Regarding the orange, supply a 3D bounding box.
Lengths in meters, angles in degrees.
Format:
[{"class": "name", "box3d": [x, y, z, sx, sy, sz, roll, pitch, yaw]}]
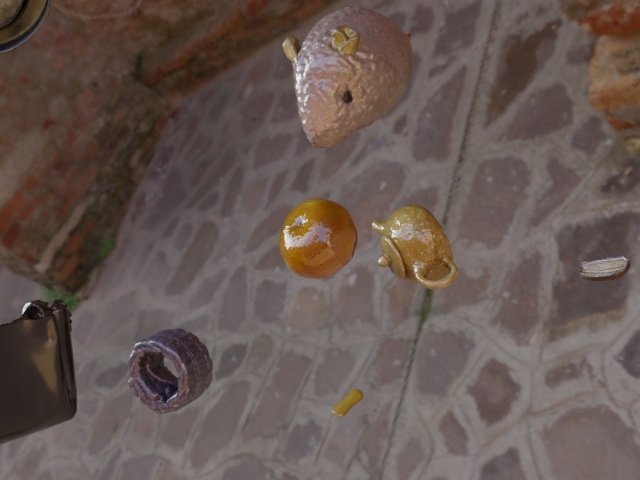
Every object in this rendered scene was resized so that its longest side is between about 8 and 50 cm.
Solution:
[{"class": "orange", "box3d": [0.000, 0.000, 1.643, 0.159, 0.136, 0.159, -22, 51, 29]}]

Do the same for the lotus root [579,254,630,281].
[{"class": "lotus root", "box3d": [0.474, 0.051, 1.429, 0.083, 0.030, 0.037, -12, 52, 38]}]

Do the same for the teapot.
[{"class": "teapot", "box3d": [0.223, 0.031, 2.140, 0.167, 0.203, 0.311, -26, 41, -11]}]

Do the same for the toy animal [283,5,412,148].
[{"class": "toy animal", "box3d": [0.072, -0.356, 1.747, 0.188, 0.226, 0.358, -4, 32, 44]}]

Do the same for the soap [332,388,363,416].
[{"class": "soap", "box3d": [0.065, 0.381, 2.018, 0.089, 0.012, 0.034, -37, 56, -28]}]

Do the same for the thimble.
[{"class": "thimble", "box3d": [-0.284, 0.246, 1.637, 0.150, 0.150, 0.098, -44, -8, 26]}]

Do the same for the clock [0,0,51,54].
[{"class": "clock", "box3d": [-0.653, -0.488, 1.586, 0.312, 0.312, 0.061, -45, 35, 24]}]

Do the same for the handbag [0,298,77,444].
[{"class": "handbag", "box3d": [-0.562, 0.236, 1.490, 0.113, 0.285, 0.257, 29, 119, 38]}]
